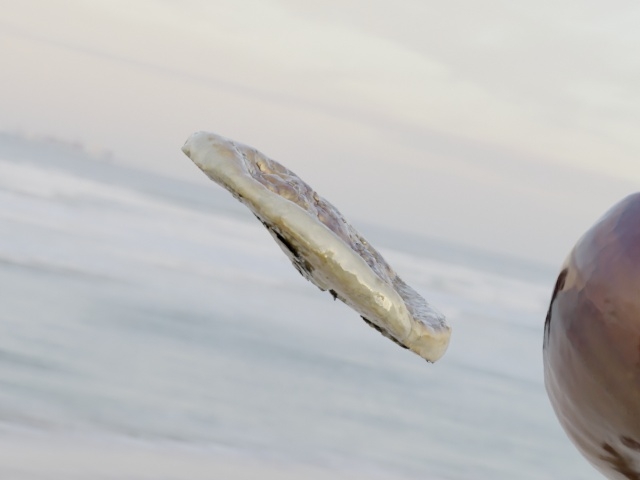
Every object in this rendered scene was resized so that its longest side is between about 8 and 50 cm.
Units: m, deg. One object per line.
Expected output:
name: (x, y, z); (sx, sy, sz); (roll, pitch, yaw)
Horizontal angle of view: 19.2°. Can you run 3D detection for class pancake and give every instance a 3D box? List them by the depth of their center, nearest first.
pancake: (0.000, 0.001, 1.565); (0.282, 0.049, 0.282); (42, 6, -5)

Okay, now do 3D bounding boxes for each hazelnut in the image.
hazelnut: (0.244, 0.078, 1.158); (0.217, 0.217, 0.251); (14, -14, 45)
